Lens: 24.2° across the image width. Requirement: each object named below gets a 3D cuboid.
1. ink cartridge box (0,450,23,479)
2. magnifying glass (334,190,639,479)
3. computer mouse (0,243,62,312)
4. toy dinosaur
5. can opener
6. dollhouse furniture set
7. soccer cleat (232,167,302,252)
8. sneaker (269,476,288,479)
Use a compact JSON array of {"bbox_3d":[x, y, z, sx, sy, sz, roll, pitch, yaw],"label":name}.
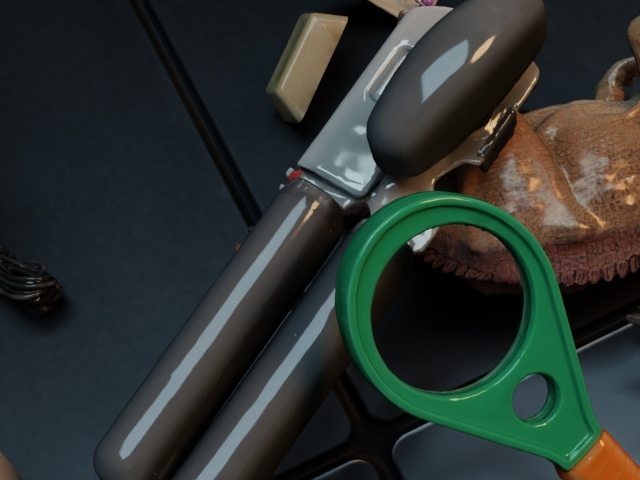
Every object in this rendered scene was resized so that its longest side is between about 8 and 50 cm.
[{"bbox_3d":[-0.183,0.211,0.653,0.160,0.092,0.219,-25,59,-5],"label":"ink cartridge box"},{"bbox_3d":[0.095,0.073,0.640,0.092,0.026,0.231,-46,107,-8],"label":"magnifying glass"},{"bbox_3d":[-0.234,0.065,0.780,0.106,0.042,0.193,31,69,23],"label":"computer mouse"},{"bbox_3d":[0.132,-0.016,0.727,0.295,0.127,0.200,-9,65,10],"label":"toy dinosaur"},{"bbox_3d":[0.000,0.000,0.654,0.074,0.093,0.280,30,79,21],"label":"can opener"},{"bbox_3d":[0.018,-0.112,0.864,0.081,0.091,0.114,26,87,-21],"label":"dollhouse furniture set"},{"bbox_3d":[-0.011,-0.011,0.784,0.035,0.029,0.083,42,103,17],"label":"soccer cleat"},{"bbox_3d":[-0.033,0.193,0.648,0.106,0.078,0.234,-30,51,7],"label":"sneaker"}]
